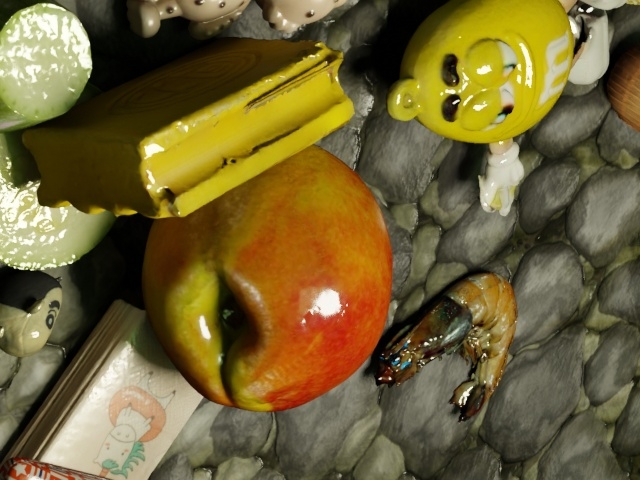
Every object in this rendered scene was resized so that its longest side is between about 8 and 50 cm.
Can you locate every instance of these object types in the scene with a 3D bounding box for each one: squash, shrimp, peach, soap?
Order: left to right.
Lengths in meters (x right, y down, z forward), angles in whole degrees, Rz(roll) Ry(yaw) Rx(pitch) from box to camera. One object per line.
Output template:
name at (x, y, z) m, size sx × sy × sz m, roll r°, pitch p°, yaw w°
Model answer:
squash at (-0.313, -0.183, 1.701) m, size 0.170 × 0.123 × 0.170 m, roll -13°, pitch 110°, yaw -41°
squash at (-0.301, -0.074, 1.830) m, size 0.219 × 0.041 × 0.219 m, roll -19°, pitch 120°, yaw -37°
soap at (-0.133, -0.126, 1.811) m, size 0.324 × 0.204 × 0.096 m, roll -33°, pitch 120°, yaw -44°
peach at (-0.055, 0.031, 1.934) m, size 0.332 × 0.308 × 0.308 m, roll -65°, pitch 156°, yaw -62°
shrimp at (0.180, 0.173, 2.387) m, size 0.290 × 0.054 × 0.222 m, roll -28°, pitch 126°, yaw -37°

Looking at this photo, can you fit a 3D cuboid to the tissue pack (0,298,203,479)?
tissue pack at (-0.266, 0.242, 1.983) m, size 0.325 × 0.071 × 0.170 m, roll -56°, pitch 137°, yaw -9°

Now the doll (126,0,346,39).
doll at (-0.090, -0.303, 1.888) m, size 0.278 × 0.119 × 0.154 m, roll -10°, pitch 113°, yaw -30°

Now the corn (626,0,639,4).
corn at (0.487, -0.443, 2.378) m, size 0.244 × 0.093 × 0.093 m, roll -56°, pitch 136°, yaw -7°

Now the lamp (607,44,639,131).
lamp at (0.479, -0.218, 2.439) m, size 0.136 × 0.136 × 0.136 m, roll -20°, pitch 121°, yaw -37°

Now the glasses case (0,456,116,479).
glasses case at (-0.283, 0.296, 1.906) m, size 0.194 × 0.049 × 0.073 m, roll 22°, pitch 93°, yaw -43°

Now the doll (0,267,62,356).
doll at (-0.347, 0.098, 1.835) m, size 0.179 × 0.102 × 0.089 m, roll -43°, pitch 93°, yaw -20°

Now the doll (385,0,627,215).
doll at (0.261, -0.232, 2.217) m, size 0.423 × 0.161 × 0.348 m, roll -54°, pitch 140°, yaw -19°
